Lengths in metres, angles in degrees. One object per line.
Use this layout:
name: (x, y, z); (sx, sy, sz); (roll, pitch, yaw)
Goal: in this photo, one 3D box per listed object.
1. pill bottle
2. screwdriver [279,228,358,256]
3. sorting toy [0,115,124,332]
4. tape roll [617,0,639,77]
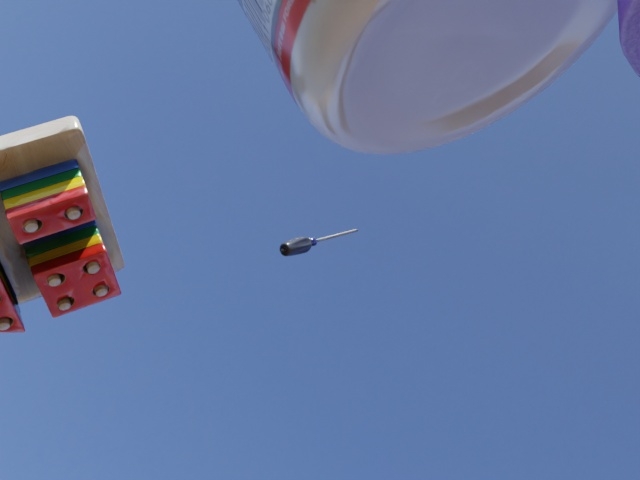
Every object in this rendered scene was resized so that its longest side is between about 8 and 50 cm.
pill bottle: (0.011, -0.249, 0.549); (0.210, 0.210, 0.363); (-47, -121, 34)
screwdriver: (0.000, 0.000, 1.250); (0.025, 0.170, 0.024); (-33, -101, 33)
sorting toy: (-0.368, 0.011, 1.044); (0.257, 0.256, 0.089); (88, -22, -51)
tape roll: (0.249, -0.127, 0.323); (0.275, 0.275, 0.090); (-5, -102, 31)
